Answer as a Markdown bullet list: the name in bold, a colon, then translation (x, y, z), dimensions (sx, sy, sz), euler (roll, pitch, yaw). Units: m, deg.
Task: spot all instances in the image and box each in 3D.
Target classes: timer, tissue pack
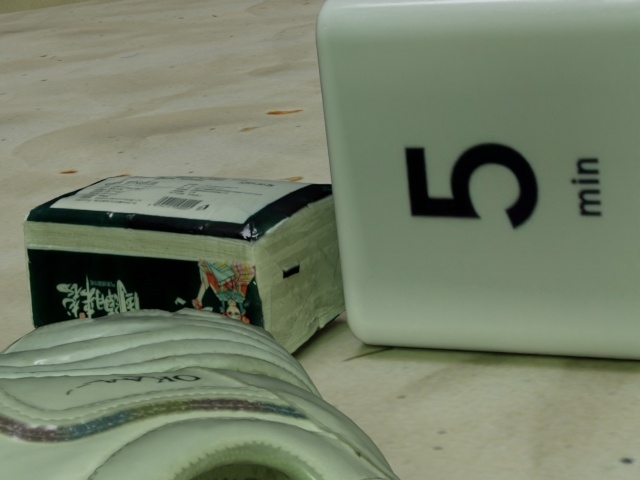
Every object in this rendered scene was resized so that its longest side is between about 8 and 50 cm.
- **timer**: translation (0.128, -0.056, 0.836), dimensions (0.195, 0.194, 0.192), euler (2, 19, 25)
- **tissue pack**: translation (-0.075, 0.012, 0.874), dimensions (0.170, 0.090, 0.103), euler (6, 21, 33)

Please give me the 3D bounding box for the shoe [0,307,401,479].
- **shoe**: translation (-0.114, 0.108, 0.479), dimensions (0.342, 0.132, 0.210), euler (-8, 15, -28)
